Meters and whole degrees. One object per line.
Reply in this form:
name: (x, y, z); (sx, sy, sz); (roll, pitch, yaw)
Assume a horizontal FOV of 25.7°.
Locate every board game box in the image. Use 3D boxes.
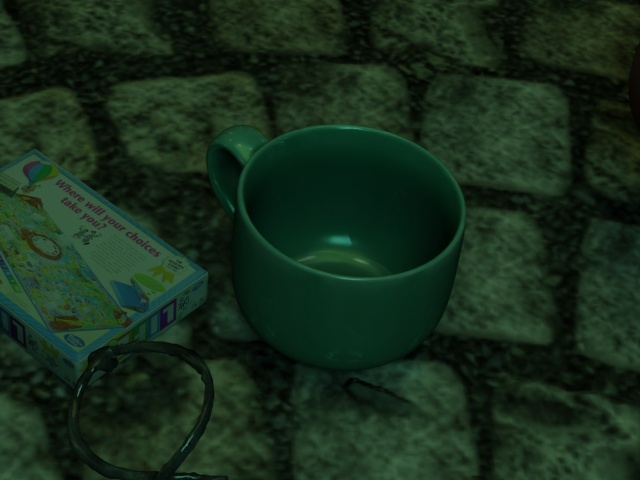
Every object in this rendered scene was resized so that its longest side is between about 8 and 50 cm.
board game box: (-0.157, 0.013, 0.830); (0.154, 0.026, 0.103); (34, 49, 26)

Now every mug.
mug: (0.010, 0.002, 0.814); (0.129, 0.097, 0.158); (-7, 44, -14)

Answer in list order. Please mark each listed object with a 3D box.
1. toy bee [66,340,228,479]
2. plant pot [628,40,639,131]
toy bee: (-0.151, 0.188, 0.583); (0.298, 0.162, 0.195); (-16, 52, 11)
plant pot: (0.337, -0.031, 0.792); (0.274, 0.275, 0.243); (-1, 54, -9)
